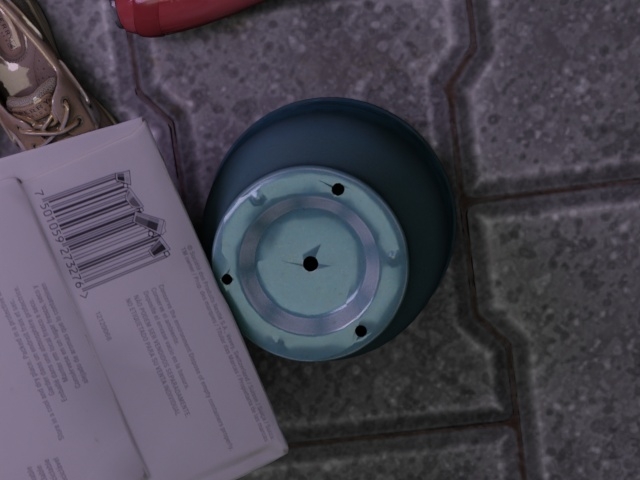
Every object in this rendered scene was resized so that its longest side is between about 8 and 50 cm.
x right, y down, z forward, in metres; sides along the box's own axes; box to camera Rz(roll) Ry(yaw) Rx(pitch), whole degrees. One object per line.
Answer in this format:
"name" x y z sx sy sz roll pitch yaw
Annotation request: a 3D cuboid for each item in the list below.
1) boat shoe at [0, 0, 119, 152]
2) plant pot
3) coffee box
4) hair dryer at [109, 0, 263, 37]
"boat shoe" -0.292 -0.138 1.365 0.109 0.098 0.302 -27 96 9
"plant pot" 0.000 0.000 1.285 0.271 0.255 0.272 1 99 5
"coffee box" -0.302 0.126 1.204 0.338 0.334 0.338 -22 89 -34
"hair dryer" -0.161 -0.321 1.333 0.293 0.080 0.224 29 100 -1
